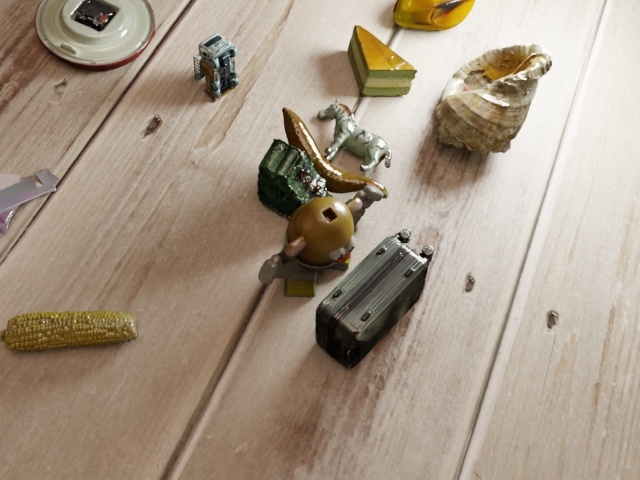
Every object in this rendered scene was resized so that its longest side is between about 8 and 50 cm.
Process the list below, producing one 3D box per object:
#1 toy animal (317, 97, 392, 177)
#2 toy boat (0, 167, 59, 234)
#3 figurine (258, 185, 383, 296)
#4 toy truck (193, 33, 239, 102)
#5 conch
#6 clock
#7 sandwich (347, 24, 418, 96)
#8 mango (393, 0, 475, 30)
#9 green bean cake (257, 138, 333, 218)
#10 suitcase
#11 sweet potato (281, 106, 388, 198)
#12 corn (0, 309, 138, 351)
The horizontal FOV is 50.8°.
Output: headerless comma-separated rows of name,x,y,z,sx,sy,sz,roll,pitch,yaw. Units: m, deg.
toy animal,0.070,-0.261,1.789,0.170,0.090,0.255,-36,77,-26
toy boat,-0.798,-0.101,1.588,0.219,0.072,0.318,34,61,5
figurine,-0.002,0.000,1.540,0.167,0.285,0.343,27,62,7
toy truck,-0.282,-0.468,1.781,0.080,0.178,0.115,-40,74,-24
conch,0.472,-0.378,1.837,0.352,0.210,0.297,-24,45,14
clock,-0.616,-0.602,1.849,0.318,0.080,0.319,3,64,-7
sandwich,0.170,-0.511,1.908,0.144,0.117,0.187,-7,64,-15
mango,0.332,-0.702,2.017,0.235,0.136,0.166,-19,54,-12
green bean cake,-0.057,-0.133,1.640,0.193,0.208,0.107,30,67,8
suitcase,0.121,0.134,1.543,0.128,0.202,0.312,37,65,21
sweet potato,0.011,-0.189,1.706,0.346,0.108,0.079,38,23,-2
corn,-0.548,0.194,1.476,0.288,0.086,0.087,-2,65,-11
